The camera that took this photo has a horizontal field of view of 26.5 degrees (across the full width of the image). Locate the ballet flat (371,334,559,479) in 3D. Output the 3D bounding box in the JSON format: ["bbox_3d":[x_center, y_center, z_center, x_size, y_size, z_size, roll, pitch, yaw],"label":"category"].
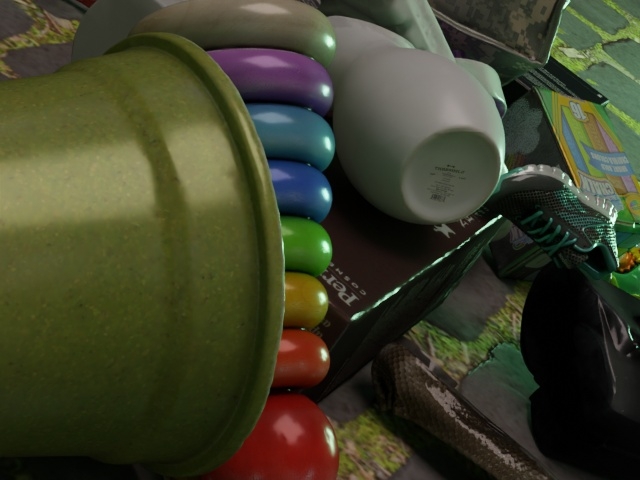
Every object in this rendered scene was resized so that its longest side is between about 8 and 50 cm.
[{"bbox_3d":[0.133,0.178,1.082,0.250,0.058,0.084,44,-8,8],"label":"ballet flat"}]

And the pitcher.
[{"bbox_3d":[0.088,-0.097,1.095,0.177,0.125,0.207,5,28,-23],"label":"pitcher"}]

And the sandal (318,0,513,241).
[{"bbox_3d":[0.115,-0.148,1.300,0.169,0.102,0.416,30,-21,39],"label":"sandal"}]

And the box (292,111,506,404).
[{"bbox_3d":[0.000,0.000,1.132,0.191,0.143,0.381,40,29,11],"label":"box"}]

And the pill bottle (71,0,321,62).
[{"bbox_3d":[-0.094,-0.170,1.279,0.162,0.162,0.278,43,27,18],"label":"pill bottle"}]

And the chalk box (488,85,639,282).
[{"bbox_3d":[0.258,-0.034,1.454,0.132,0.132,0.213,7,56,-43],"label":"chalk box"}]

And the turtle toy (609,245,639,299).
[{"bbox_3d":[0.366,0.047,1.539,0.130,0.066,0.095,37,27,7],"label":"turtle toy"}]

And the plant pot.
[{"bbox_3d":[-0.201,0.019,0.777,0.254,0.276,0.276,-6,45,-35],"label":"plant pot"}]

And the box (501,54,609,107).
[{"bbox_3d":[0.225,-0.211,1.774,0.261,0.103,0.184,40,30,13],"label":"box"}]

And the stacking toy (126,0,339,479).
[{"bbox_3d":[-0.048,0.018,0.878,0.141,0.141,0.330,5,76,-44],"label":"stacking toy"}]

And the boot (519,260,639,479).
[{"bbox_3d":[0.390,0.130,1.369,0.445,0.146,0.367,19,28,-19],"label":"boot"}]

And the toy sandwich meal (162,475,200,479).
[{"bbox_3d":[-0.067,0.157,0.909,0.085,0.029,0.085,26,27,-15],"label":"toy sandwich meal"}]

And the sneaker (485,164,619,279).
[{"bbox_3d":[0.211,-0.013,1.200,0.166,0.065,0.076,18,50,-36],"label":"sneaker"}]

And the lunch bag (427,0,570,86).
[{"bbox_3d":[0.107,-0.287,1.406,0.287,0.169,0.235,26,-3,-4],"label":"lunch bag"}]

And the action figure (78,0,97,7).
[{"bbox_3d":[-0.221,-0.293,1.419,0.139,0.091,0.280,37,25,26],"label":"action figure"}]
